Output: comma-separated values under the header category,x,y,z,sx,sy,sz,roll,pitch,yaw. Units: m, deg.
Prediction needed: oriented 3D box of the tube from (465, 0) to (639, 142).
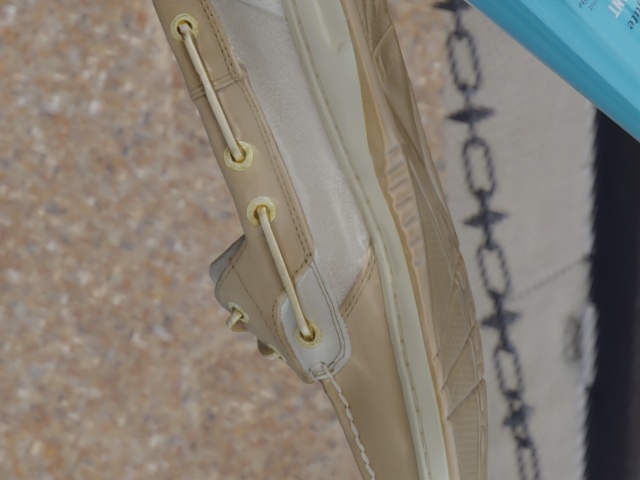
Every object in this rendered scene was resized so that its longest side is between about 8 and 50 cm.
category,x,y,z,sx,sy,sz,roll,pitch,yaw
tube,0.129,-0.062,0.645,0.207,0.052,0.080,35,59,-23

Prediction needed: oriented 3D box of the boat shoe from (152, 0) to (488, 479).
category,x,y,z,sx,sy,sz,roll,pitch,yaw
boat shoe,0.000,0.000,0.434,0.063,0.059,0.170,-42,119,-72
